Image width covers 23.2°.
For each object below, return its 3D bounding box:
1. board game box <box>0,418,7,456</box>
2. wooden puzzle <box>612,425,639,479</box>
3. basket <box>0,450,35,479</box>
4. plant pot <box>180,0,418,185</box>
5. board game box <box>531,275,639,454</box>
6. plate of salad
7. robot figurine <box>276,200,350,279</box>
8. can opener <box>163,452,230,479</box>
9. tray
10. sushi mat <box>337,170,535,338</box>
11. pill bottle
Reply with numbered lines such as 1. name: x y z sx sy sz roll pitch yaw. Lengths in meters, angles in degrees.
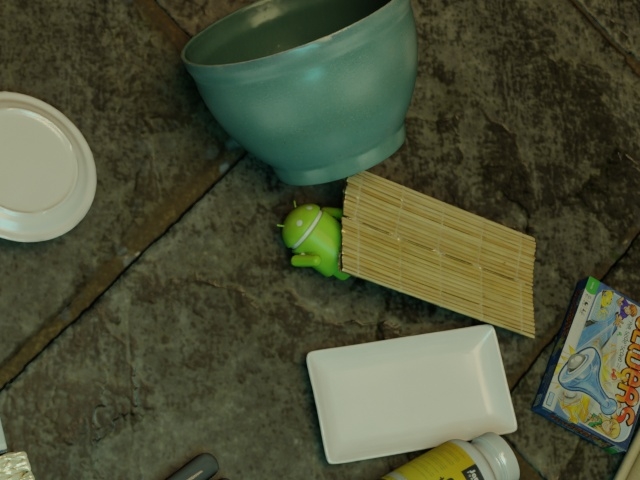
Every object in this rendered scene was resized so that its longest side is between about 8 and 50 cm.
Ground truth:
1. board game box: -0.530 0.123 1.718 0.301 0.086 0.308 -10 79 -23
2. wooden puzzle: 0.586 0.317 2.102 0.347 0.080 0.322 37 65 -8
3. basket: -0.391 0.303 1.708 0.167 0.113 0.103 -10 75 -23
4. plant pot: -0.002 -0.190 1.931 0.293 0.293 0.196 -31 114 -26
5. board game box: 0.377 0.167 2.088 0.136 0.035 0.201 28 67 -12
6. plate of salad: -0.366 -0.086 1.864 0.199 0.048 0.200 14 60 -25
7. robot figurine: 0.000 0.000 1.971 0.115 0.067 0.101 38 56 -8
8. can opener: -0.212 0.344 1.773 0.283 0.095 0.076 -35 90 -26
9. tray: 0.114 0.195 1.980 0.270 0.030 0.145 -7 78 -23
10. sushi mat: 0.155 0.016 2.013 0.316 0.019 0.151 20 62 -28
11. pill bottle: 0.152 0.308 1.922 0.184 0.103 0.103 -25 85 -25
